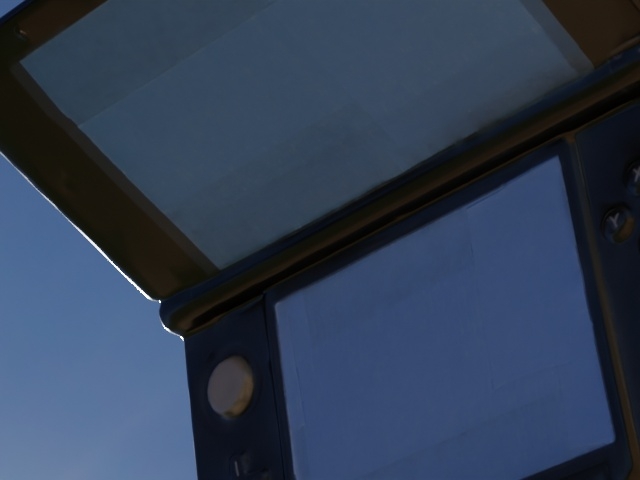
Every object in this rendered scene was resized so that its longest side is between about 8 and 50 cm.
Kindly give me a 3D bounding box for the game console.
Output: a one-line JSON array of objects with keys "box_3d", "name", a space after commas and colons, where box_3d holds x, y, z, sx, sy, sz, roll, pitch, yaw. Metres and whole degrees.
[{"box_3d": [0.000, 0.000, 0.747, 0.293, 0.250, 0.173, -29, -33, 36], "name": "game console"}]
